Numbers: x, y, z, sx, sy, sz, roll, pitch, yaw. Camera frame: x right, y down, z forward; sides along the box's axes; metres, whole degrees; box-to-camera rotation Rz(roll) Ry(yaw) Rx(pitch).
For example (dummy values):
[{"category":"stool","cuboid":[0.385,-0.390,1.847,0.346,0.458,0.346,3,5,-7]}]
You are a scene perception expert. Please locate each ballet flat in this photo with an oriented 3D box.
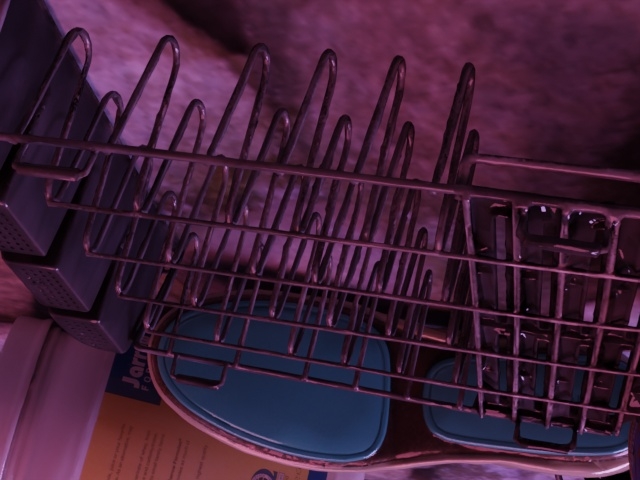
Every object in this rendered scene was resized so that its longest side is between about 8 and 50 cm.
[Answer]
[{"category":"ballet flat","cuboid":[0.040,0.076,0.559,0.248,0.086,0.086,10,154,1]}]

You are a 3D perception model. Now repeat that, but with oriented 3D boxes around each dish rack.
[{"category":"dish rack","cuboid":[0.000,0.000,0.405,0.272,0.074,0.208,9,155,14]}]

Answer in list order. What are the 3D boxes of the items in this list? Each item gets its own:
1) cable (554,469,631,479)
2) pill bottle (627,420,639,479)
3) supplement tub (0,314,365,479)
[{"category":"cable","cuboid":[0.236,0.139,0.628,0.151,0.047,0.184,25,150,-26]},{"category":"pill bottle","cuboid":[0.180,0.094,0.388,0.121,0.121,0.216,7,-178,9]},{"category":"supplement tub","cuboid":[-0.087,0.125,0.622,0.200,0.144,0.144,16,153,-9]}]
